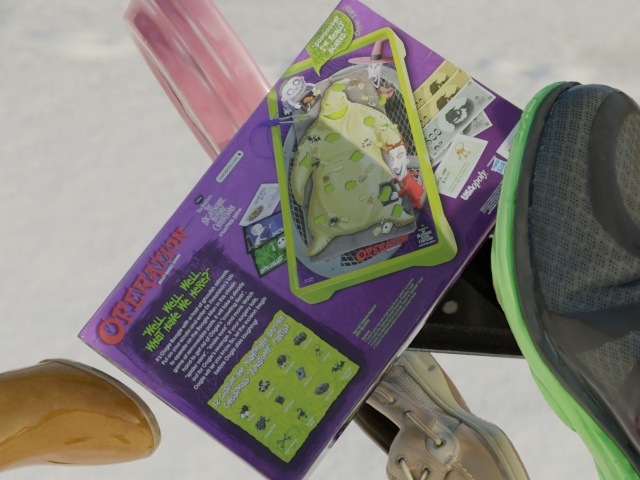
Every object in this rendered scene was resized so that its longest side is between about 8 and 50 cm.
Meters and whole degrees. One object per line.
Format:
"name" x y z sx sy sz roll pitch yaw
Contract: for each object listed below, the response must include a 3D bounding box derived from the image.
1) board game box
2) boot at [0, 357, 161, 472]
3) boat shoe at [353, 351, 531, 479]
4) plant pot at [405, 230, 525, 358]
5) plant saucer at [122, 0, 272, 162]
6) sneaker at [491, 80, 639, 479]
"board game box" 0.000 0.000 1.337 0.208 0.347 0.056 37 -9 8
"boot" -0.299 0.183 1.417 0.295 0.104 0.211 7 32 29
"boat shoe" 0.122 0.230 1.722 0.110 0.122 0.341 -21 32 -12
"plant pot" 0.159 -0.009 1.657 0.188 0.187 0.167 4 51 -12
"plant saucer" -0.117 -0.163 1.912 0.084 0.332 0.332 -35 37 -5
"sneaker" 0.257 0.102 1.036 0.185 0.202 0.483 7 55 -48
